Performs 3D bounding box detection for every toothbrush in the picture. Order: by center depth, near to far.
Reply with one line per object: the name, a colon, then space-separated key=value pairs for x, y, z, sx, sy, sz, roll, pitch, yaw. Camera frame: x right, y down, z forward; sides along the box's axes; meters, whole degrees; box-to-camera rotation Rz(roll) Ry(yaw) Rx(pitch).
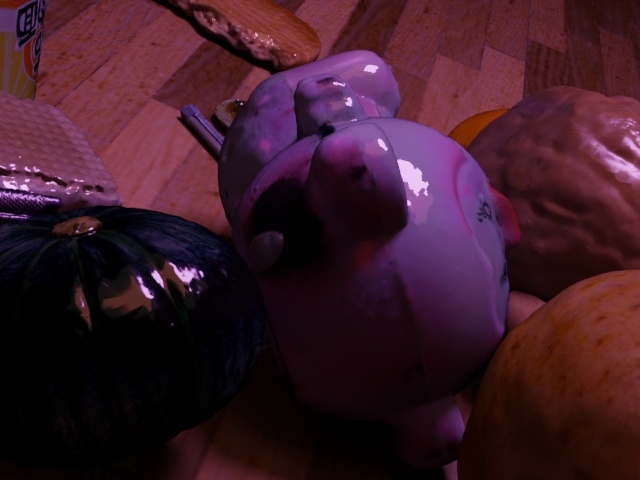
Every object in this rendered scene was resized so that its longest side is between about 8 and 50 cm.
toothbrush: x=-0.069 y=-0.063 z=1.100 sx=0.019 sy=0.016 sz=0.219 roll=0 pitch=34 yaw=-40

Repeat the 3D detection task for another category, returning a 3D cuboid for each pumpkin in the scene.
pumpkin: x=-0.127 y=0.049 z=0.688 sx=0.194 sy=0.150 sz=0.194 roll=0 pitch=44 yaw=0

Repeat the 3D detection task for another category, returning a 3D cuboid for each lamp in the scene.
lamp: x=0.000 y=0.000 z=0.861 sx=0.247 sy=0.247 sz=0.301 roll=-16 pitch=29 yaw=-7

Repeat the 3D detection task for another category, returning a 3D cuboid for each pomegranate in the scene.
pomegranate: x=0.201 y=0.139 z=0.687 sx=0.260 sy=0.260 sz=0.260 roll=18 pitch=27 yaw=-9

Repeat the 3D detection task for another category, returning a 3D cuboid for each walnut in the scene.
walnut: x=0.189 y=-0.036 z=0.925 sx=0.141 sy=0.238 sz=0.204 roll=56 pitch=26 yaw=-17

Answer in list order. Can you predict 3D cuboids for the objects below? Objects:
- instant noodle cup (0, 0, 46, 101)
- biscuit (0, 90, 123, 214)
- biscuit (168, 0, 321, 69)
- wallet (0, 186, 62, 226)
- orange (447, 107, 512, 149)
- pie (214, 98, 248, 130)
instant noodle cup: x=-0.329 y=-0.206 z=0.967 sx=0.264 sy=0.200 sz=0.264 roll=16 pitch=27 yaw=-8
biscuit: x=-0.329 y=-0.062 z=0.783 sx=0.426 sy=0.079 sz=0.144 roll=7 pitch=30 yaw=-41
biscuit: x=-0.087 y=-0.256 z=1.425 sx=0.224 sy=0.033 sz=0.144 roll=33 pitch=26 yaw=20
wallet: x=-0.251 y=0.000 z=0.746 sx=0.165 sy=0.111 sz=0.030 roll=6 pitch=55 yaw=-31
orange: x=0.179 y=-0.044 z=1.123 sx=0.159 sy=0.159 sz=0.136 roll=23 pitch=67 yaw=2
pie: x=-0.063 y=-0.112 z=1.195 sx=0.085 sy=0.017 sz=0.085 roll=17 pitch=28 yaw=-9
